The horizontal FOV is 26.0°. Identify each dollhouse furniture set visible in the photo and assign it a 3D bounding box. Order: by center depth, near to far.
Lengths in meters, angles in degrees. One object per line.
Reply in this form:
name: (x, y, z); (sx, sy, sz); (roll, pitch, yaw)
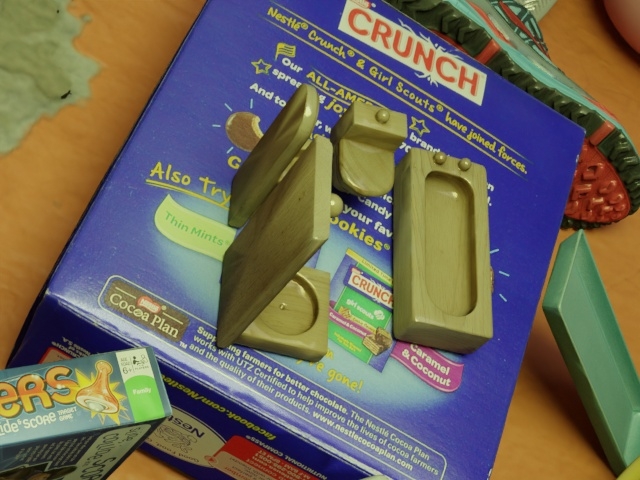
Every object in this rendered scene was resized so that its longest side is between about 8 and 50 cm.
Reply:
dollhouse furniture set: (0.042, -0.017, 0.728); (0.151, 0.123, 0.144); (14, 57, -19)

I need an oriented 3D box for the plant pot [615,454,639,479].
plant pot: (0.305, 0.256, 0.810); (0.239, 0.254, 0.254); (33, 51, -26)

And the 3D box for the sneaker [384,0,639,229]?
sneaker: (0.147, -0.120, 1.006); (0.262, 0.104, 0.125); (41, 41, -19)

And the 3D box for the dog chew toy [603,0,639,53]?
dog chew toy: (0.308, -0.296, 1.157); (0.207, 0.206, 0.331); (4, 53, -27)

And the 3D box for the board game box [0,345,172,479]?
board game box: (-0.167, 0.112, 0.643); (0.136, 0.201, 0.035); (-6, 66, -32)

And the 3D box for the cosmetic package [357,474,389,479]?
cosmetic package: (-0.008, 0.361, 0.613); (0.230, 0.161, 0.453); (-11, 69, -33)

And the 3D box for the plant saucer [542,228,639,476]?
plant saucer: (0.182, 0.080, 0.905); (0.192, 0.018, 0.067); (60, 40, -39)

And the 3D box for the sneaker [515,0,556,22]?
sneaker: (0.151, -0.318, 1.123); (0.125, 0.180, 0.321); (7, 93, -4)

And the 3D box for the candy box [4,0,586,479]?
candy box: (0.000, 0.000, 0.853); (0.268, 0.122, 0.317); (31, 54, -9)
